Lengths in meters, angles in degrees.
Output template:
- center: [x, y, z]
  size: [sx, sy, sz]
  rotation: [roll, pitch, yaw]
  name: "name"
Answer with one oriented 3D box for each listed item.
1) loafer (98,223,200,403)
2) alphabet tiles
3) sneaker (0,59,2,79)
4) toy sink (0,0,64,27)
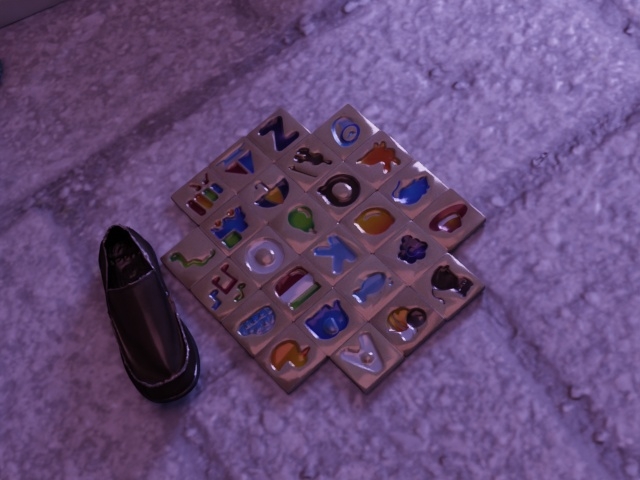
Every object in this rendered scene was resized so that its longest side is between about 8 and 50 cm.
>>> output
- center: [-0.195, 0.074, 1.324]
  size: [0.080, 0.078, 0.220]
  rotation: [-27, 59, -3]
  name: "loafer"
- center: [0.000, 0.000, 1.363]
  size: [0.285, 0.011, 0.342]
  rotation: [-41, 60, -12]
  name: "alphabet tiles"
- center: [-0.456, -0.180, 1.538]
  size: [0.076, 0.065, 0.167]
  rotation: [12, 63, 23]
  name: "sneaker"
- center: [-0.397, -0.385, 1.587]
  size: [0.234, 0.153, 0.131]
  rotation: [-23, 58, 0]
  name: "toy sink"
